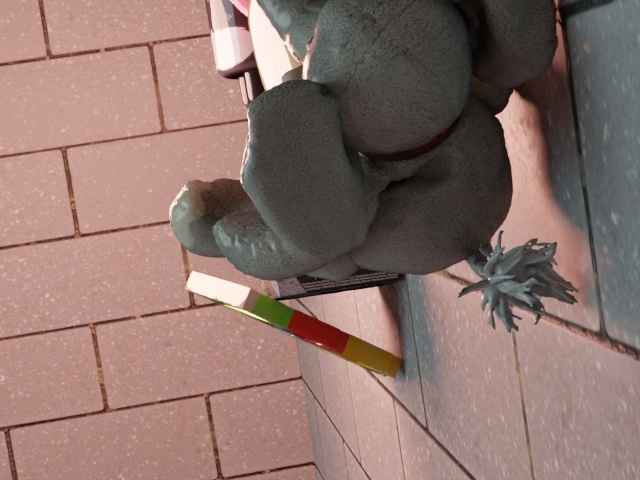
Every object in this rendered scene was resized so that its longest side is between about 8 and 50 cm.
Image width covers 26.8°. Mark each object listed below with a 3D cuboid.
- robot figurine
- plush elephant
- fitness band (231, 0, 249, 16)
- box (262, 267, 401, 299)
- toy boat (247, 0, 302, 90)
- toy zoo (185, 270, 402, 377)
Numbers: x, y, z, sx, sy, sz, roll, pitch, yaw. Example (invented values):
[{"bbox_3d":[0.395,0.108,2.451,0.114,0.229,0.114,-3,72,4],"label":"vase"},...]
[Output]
[{"bbox_3d":[-0.081,-0.341,2.022,0.209,0.174,0.278,-9,90,39],"label":"robot figurine"},{"bbox_3d":[0.034,-0.097,0.960,0.330,0.272,0.255,35,156,41],"label":"plush elephant"},{"bbox_3d":[-0.088,-0.430,1.857,0.291,0.054,0.209,50,133,25],"label":"fitness band"},{"bbox_3d":[0.000,0.000,1.769,0.247,0.163,0.142,144,118,-83],"label":"box"},{"bbox_3d":[-0.036,-0.297,1.696,0.318,0.148,0.267,49,161,25],"label":"toy boat"},{"bbox_3d":[-0.020,0.120,1.806,0.192,0.293,0.030,12,77,62],"label":"toy zoo"}]
